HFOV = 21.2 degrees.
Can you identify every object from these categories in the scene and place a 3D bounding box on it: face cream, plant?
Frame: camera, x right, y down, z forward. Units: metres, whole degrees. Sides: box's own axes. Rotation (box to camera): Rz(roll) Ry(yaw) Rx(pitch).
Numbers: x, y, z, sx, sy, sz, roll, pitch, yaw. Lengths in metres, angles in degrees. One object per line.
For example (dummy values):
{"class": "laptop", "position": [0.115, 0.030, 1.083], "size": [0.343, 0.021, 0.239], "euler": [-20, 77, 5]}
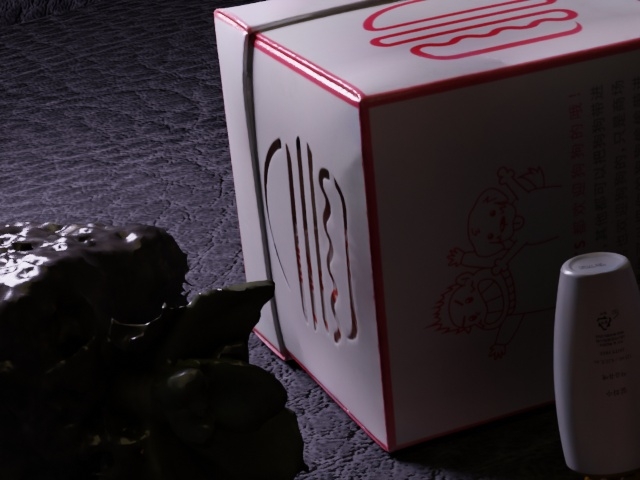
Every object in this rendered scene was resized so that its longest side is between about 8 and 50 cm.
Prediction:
{"class": "face cream", "position": [0.198, 0.099, 1.189], "size": [0.072, 0.182, 0.051], "euler": [-11, 20, -4]}
{"class": "plant", "position": [-0.166, 0.104, 1.255], "size": [0.312, 0.215, 0.213], "euler": [13, 24, 38]}

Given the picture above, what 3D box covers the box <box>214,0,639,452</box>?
{"class": "box", "position": [0.116, -0.045, 1.435], "size": [0.312, 0.314, 0.300], "euler": [-14, 24, -20]}
